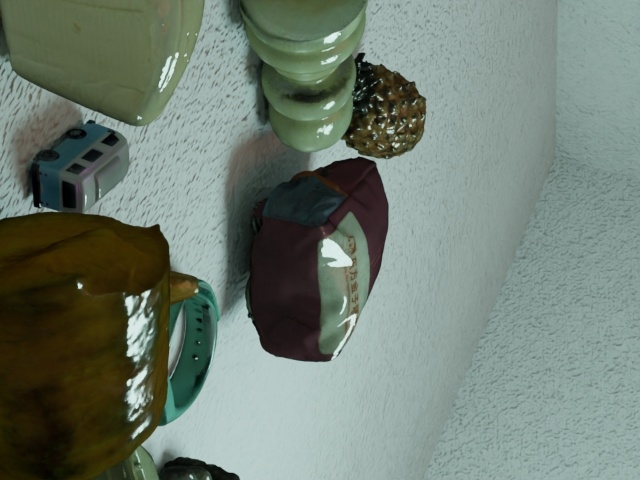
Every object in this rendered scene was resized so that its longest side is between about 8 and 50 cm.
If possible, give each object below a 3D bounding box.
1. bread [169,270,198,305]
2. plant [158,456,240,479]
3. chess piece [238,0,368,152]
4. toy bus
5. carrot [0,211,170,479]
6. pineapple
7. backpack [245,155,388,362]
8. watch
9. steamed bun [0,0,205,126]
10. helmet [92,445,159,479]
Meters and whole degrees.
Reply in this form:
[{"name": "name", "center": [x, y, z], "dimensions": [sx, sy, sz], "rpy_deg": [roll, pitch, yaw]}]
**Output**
[{"name": "bread", "center": [-0.214, 0.059, 1.810], "dimensions": [0.154, 0.136, 0.054], "rpy_deg": [22, 68, -75]}, {"name": "plant", "center": [-0.195, 0.388, 2.148], "dimensions": [0.274, 0.149, 0.146], "rpy_deg": [40, 52, -73]}, {"name": "chess piece", "center": [-0.020, -0.253, 2.096], "dimensions": [0.330, 0.182, 0.182], "rpy_deg": [88, 25, -59]}, {"name": "toy bus", "center": [-0.261, -0.080, 1.641], "dimensions": [0.123, 0.075, 0.060], "rpy_deg": [-50, 150, -51]}, {"name": "carrot", "center": [-0.273, 0.087, 1.498], "dimensions": [0.241, 0.241, 0.341], "rpy_deg": [-55, 158, -44]}, {"name": "pineapple", "center": [0.061, -0.228, 2.374], "dimensions": [0.278, 0.158, 0.158], "rpy_deg": [25, 82, -59]}, {"name": "backpack", "center": [0.000, 0.000, 2.300], "dimensions": [0.317, 0.197, 0.283], "rpy_deg": [-57, 155, -53]}, {"name": "watch", "center": [-0.201, 0.145, 2.032], "dimensions": [0.237, 0.068, 0.195], "rpy_deg": [84, 27, -52]}, {"name": "steamed bun", "center": [-0.206, -0.252, 1.453], "dimensions": [0.155, 0.200, 0.250], "rpy_deg": [-54, 157, -47]}, {"name": "helmet", "center": [-0.276, 0.350, 1.883], "dimensions": [0.257, 0.137, 0.204], "rpy_deg": [79, -7, -70]}]
